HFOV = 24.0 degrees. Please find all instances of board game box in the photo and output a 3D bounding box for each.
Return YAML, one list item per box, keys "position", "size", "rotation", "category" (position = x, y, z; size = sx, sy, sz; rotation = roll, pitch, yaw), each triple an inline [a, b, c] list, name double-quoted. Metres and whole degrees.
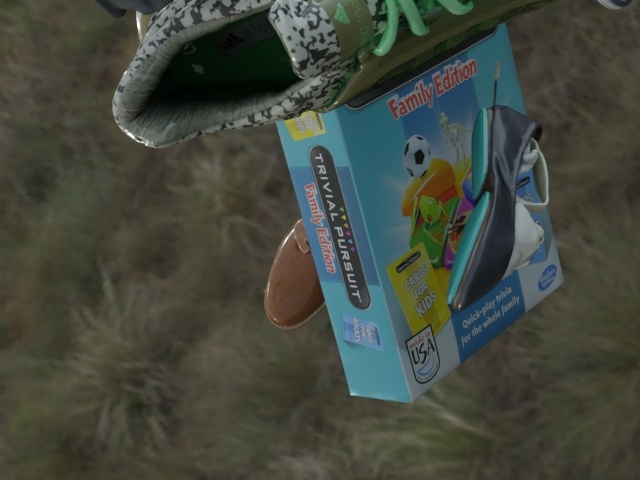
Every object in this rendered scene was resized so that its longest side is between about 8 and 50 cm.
- position: [0.091, -0.062, 1.356]
  size: [0.079, 0.254, 0.336]
  rotation: [2, 116, 42]
  category: "board game box"

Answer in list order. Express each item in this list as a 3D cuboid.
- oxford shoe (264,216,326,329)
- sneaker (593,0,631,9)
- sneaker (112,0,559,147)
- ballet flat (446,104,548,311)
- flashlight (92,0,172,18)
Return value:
- position: [0.000, 0.000, 1.533]
  size: [0.212, 0.076, 0.076]
  rotation: [-61, -7, 12]
  category: "oxford shoe"
- position: [0.206, -0.310, 1.513]
  size: [0.086, 0.226, 0.163]
  rotation: [-45, 12, -33]
  category: "sneaker"
- position: [0.042, -0.146, 0.862]
  size: [0.410, 0.158, 0.182]
  rotation: [-26, 21, 30]
  category: "sneaker"
- position: [0.150, -0.026, 1.218]
  size: [0.074, 0.074, 0.203]
  rotation: [-31, 36, 43]
  category: "ballet flat"
- position: [-0.171, -0.247, 0.760]
  size: [0.103, 0.304, 0.103]
  rotation: [-39, 32, 8]
  category: "flashlight"
